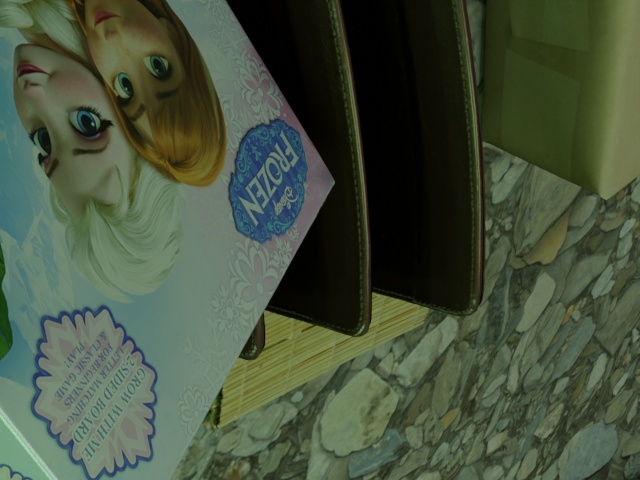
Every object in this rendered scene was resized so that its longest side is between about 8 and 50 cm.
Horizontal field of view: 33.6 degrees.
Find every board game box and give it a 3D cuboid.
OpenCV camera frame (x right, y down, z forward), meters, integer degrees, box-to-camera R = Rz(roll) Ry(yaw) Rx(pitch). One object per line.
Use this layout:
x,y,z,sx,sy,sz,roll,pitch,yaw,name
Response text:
-0.133,-0.073,0.476,0.318,0.066,0.318,58,29,-19,board game box

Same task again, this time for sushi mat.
0.013,0.077,1.096,0.317,0.019,0.151,-22,129,-40,sushi mat

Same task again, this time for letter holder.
-0.017,-0.079,0.719,0.152,0.214,0.301,-22,113,-38,letter holder

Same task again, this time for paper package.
0.325,-0.258,1.095,0.309,0.168,0.324,-32,135,-31,paper package
